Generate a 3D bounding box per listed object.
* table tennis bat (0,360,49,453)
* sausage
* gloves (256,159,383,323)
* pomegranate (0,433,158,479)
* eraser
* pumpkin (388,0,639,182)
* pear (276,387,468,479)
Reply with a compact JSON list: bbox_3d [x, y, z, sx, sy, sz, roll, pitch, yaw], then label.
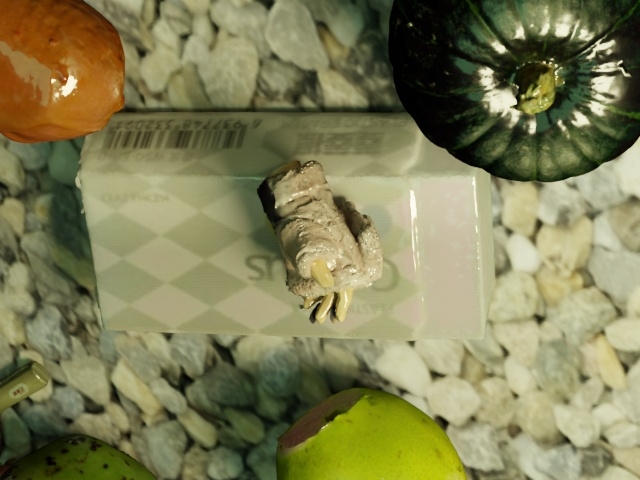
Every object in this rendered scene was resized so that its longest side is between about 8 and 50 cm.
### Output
[{"bbox_3d":[-0.401,0.201,1.777,0.247,0.022,0.138,-30,116,22],"label":"table tennis bat"},{"bbox_3d":[-0.311,-0.191,1.532,0.268,0.141,0.153,29,117,3],"label":"sausage"},{"bbox_3d":[0.000,-0.005,1.446,0.094,0.110,0.144,-28,105,-19],"label":"gloves"},{"bbox_3d":[-0.286,0.299,1.707,0.248,0.214,0.214,28,122,42],"label":"pomegranate"},{"bbox_3d":[-0.034,-0.016,1.551,0.397,0.082,0.213,0,112,17],"label":"eraser"},{"bbox_3d":[0.179,-0.162,1.359,0.250,0.216,0.249,1,122,2],"label":"pumpkin"},{"bbox_3d":[0.061,0.253,1.580,0.187,0.187,0.219,-34,100,26],"label":"pear"}]
